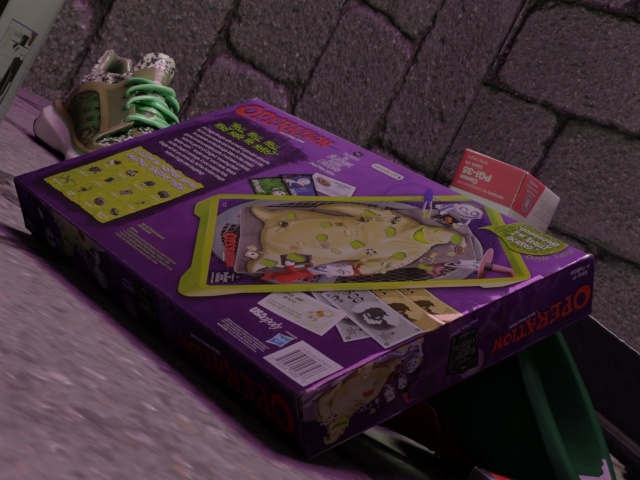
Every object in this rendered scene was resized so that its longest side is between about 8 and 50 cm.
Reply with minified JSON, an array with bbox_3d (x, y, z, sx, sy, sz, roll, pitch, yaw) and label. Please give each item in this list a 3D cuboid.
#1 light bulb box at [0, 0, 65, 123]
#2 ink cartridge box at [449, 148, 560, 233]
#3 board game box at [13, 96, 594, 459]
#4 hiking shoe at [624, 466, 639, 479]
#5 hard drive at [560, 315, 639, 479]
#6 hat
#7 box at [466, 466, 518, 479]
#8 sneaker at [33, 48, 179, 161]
[{"bbox_3d":[-0.481,-0.289,1.192,0.358,0.225,0.361,27,2,-1],"label":"light bulb box"},{"bbox_3d":[0.254,0.021,1.897,0.117,0.283,0.207,24,1,27],"label":"ink cartridge box"},{"bbox_3d":[-0.028,0.000,0.749,0.208,0.056,0.347,-26,34,-27],"label":"board game box"},{"bbox_3d":[0.397,0.220,1.242,0.132,0.113,0.304,27,2,13],"label":"hiking shoe"},{"bbox_3d":[0.252,0.141,0.972,0.339,0.064,0.237,41,-2,25],"label":"hard drive"},{"bbox_3d":[0.074,0.129,0.765,0.209,0.183,0.173,69,18,5],"label":"hat"},{"bbox_3d":[0.170,0.177,0.612,0.207,0.036,0.114,25,3,-41],"label":"box"},{"bbox_3d":[-0.241,-0.159,1.522,0.158,0.182,0.410,25,3,-38],"label":"sneaker"}]
